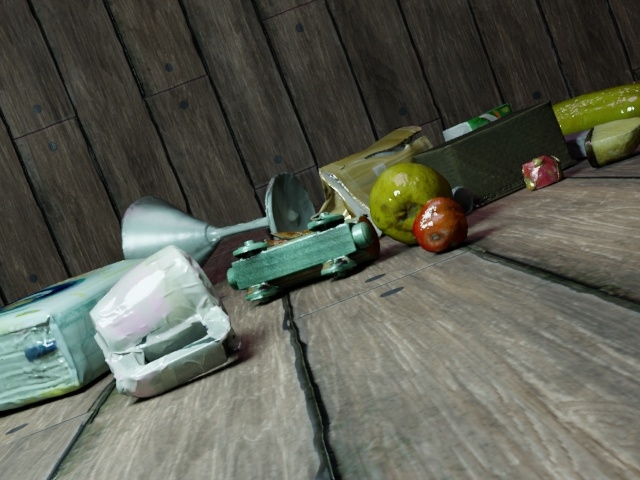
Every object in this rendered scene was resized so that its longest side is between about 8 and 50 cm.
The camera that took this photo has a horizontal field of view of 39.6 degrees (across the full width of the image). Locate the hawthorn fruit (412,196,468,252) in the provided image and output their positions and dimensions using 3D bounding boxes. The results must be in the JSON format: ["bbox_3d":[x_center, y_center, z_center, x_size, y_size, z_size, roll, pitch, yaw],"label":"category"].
[{"bbox_3d":[0.183,-0.022,1.381,0.093,0.093,0.093,-21,5,2],"label":"hawthorn fruit"}]

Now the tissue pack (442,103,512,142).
[{"bbox_3d":[0.473,-0.280,2.429,0.209,0.148,0.156,-26,6,-42],"label":"tissue pack"}]

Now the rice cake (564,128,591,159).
[{"bbox_3d":[0.527,-0.199,1.925,0.072,0.056,0.365,-29,8,-21],"label":"rice cake"}]

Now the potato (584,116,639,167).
[{"bbox_3d":[0.545,-0.178,1.620,0.103,0.066,0.096,-11,25,35],"label":"potato"}]

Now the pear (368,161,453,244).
[{"bbox_3d":[0.158,-0.064,1.551,0.149,0.149,0.162,-21,7,7],"label":"pear"}]

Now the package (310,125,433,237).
[{"bbox_3d":[0.145,-0.140,1.994,0.221,0.165,0.311,15,29,41],"label":"package"}]

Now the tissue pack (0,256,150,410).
[{"bbox_3d":[-0.460,0.165,1.582,0.287,0.162,0.388,-16,7,20],"label":"tissue pack"}]

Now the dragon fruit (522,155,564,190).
[{"bbox_3d":[0.424,-0.133,1.677,0.083,0.056,0.060,-23,5,-37],"label":"dragon fruit"}]

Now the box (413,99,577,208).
[{"bbox_3d":[0.358,-0.169,1.835,0.273,0.143,0.184,-24,6,-17],"label":"box"}]

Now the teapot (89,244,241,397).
[{"bbox_3d":[-0.214,0.132,1.225,0.178,0.221,0.163,-32,-31,-13],"label":"teapot"}]

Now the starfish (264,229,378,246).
[{"bbox_3d":[0.000,-0.001,1.838,0.227,0.043,0.240,5,-17,-10],"label":"starfish"}]

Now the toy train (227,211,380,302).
[{"bbox_3d":[-0.025,0.030,1.591,0.285,0.116,0.177,-20,-7,21],"label":"toy train"}]

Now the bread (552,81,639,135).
[{"bbox_3d":[0.645,-0.299,2.161,0.383,0.112,0.166,-15,8,47],"label":"bread"}]

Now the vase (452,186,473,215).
[{"bbox_3d":[0.213,-0.071,1.772,0.086,0.086,0.214,-25,11,-32],"label":"vase"}]

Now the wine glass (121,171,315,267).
[{"bbox_3d":[-0.226,-0.016,2.072,0.406,0.267,0.267,-12,9,27],"label":"wine glass"}]
